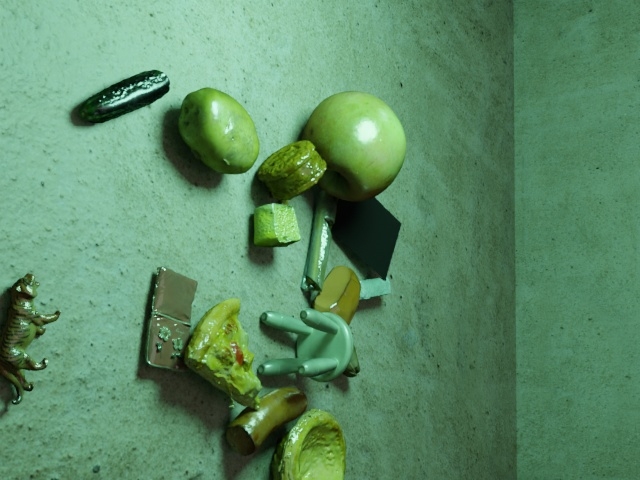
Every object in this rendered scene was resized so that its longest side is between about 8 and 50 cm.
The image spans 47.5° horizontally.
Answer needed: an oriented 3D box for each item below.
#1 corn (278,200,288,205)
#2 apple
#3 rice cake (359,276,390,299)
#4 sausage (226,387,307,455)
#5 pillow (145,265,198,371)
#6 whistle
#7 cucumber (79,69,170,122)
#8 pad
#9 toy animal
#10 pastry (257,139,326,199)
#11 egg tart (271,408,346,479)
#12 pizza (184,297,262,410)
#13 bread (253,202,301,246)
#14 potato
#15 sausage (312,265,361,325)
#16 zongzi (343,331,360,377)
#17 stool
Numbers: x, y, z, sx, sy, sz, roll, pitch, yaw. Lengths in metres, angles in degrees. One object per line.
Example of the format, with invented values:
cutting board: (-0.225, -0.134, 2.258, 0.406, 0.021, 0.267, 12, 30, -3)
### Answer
corn: (-0.109, -0.086, 2.086, 0.027, 0.028, 0.083, 29, 65, -56)
apple: (0.092, -0.272, 2.157, 0.277, 0.319, 0.319, -56, 129, -39)
rice cake: (0.164, 0.159, 2.405, 0.206, 0.063, 0.069, 1, 78, -55)
sausage: (-0.135, 0.456, 1.898, 0.270, 0.109, 0.109, -21, 102, -54)
pillow: (-0.346, 0.184, 1.685, 0.126, 0.043, 0.232, 26, 62, -51)
whistle: (0.000, 0.001, 2.195, 0.057, 0.068, 0.326, 62, 36, -63)
cucumber: (-0.434, -0.318, 1.615, 0.241, 0.074, 0.074, -42, 119, -48)
pad: (0.135, -0.064, 2.400, 0.367, 0.007, 0.247, 41, 52, -33)
toy animal: (-0.560, 0.185, 1.372, 0.099, 0.057, 0.241, 28, 64, -43)
pastry: (-0.081, -0.195, 2.007, 0.103, 0.189, 0.189, 57, 42, -25)
egg tart: (-0.038, 0.614, 1.994, 0.315, 0.120, 0.315, 10, 77, -56)
pizza: (-0.207, 0.292, 1.785, 0.287, 0.075, 0.280, 61, 25, -23)
bread: (-0.126, -0.035, 1.981, 0.129, 0.111, 0.114, 7, 75, -53)
potato: (-0.251, -0.267, 1.802, 0.228, 0.148, 0.197, 11, 63, -56)
sausage: (0.051, 0.180, 2.191, 0.136, 0.120, 0.241, 72, 33, -42)
zongzi: (0.043, 0.373, 2.194, 0.176, 0.078, 0.160, -38, 116, -40)
stool: (-0.039, 0.282, 1.980, 0.199, 0.195, 0.195, 19, 70, -51)
